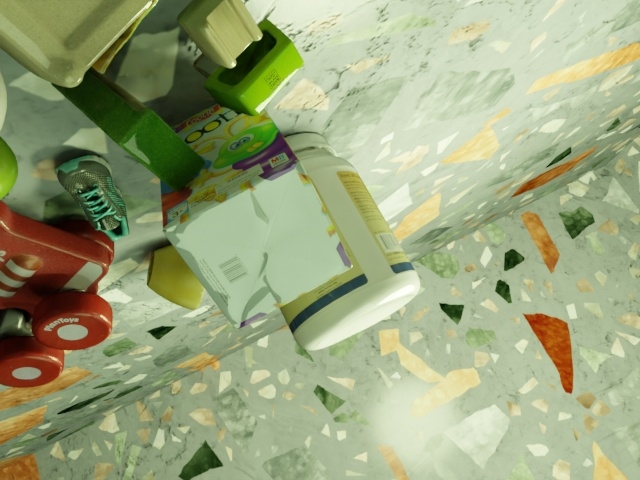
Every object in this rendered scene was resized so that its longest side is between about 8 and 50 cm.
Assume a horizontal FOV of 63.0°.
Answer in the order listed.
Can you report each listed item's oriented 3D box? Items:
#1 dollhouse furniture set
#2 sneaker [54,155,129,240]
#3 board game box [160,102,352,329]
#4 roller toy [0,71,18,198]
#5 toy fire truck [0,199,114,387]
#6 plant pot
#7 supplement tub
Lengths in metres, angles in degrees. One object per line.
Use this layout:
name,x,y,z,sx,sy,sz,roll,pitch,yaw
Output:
dollhouse furniture set,-0.175,-0.214,0.435,0.197,0.151,0.301,-48,146,-4
sneaker,-0.293,-0.052,0.698,0.065,0.076,0.166,-26,163,-9
board game box,-0.091,-0.057,0.615,0.142,0.275,0.144,-28,125,-1
roller toy,-0.322,-0.091,0.336,0.146,0.191,0.209,-40,-172,31
toy fire truck,-0.446,0.068,0.720,0.302,0.169,0.254,-36,137,23
plant pot,-0.276,0.061,0.998,0.095,0.134,0.134,11,145,-25
supplement tub,0.000,0.000,0.891,0.228,0.316,0.228,-25,163,-8
